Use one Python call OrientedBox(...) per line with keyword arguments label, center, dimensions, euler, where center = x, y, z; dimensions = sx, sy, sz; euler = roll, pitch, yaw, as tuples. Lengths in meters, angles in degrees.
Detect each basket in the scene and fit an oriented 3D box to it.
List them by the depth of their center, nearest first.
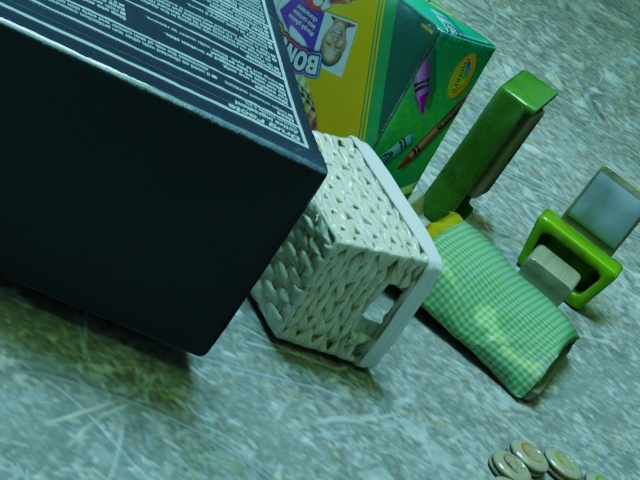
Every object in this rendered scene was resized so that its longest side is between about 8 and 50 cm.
OrientedBox(label="basket", center=(0.000, 0.000, 1.472), dimensions=(0.103, 0.113, 0.167), euler=(14, 31, -35))

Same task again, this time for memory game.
OrientedBox(label="memory game", center=(0.205, 0.219, 1.459), dimensions=(0.186, 0.012, 0.186), euler=(30, 24, -15))

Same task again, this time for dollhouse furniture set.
OrientedBox(label="dollhouse furniture set", center=(0.184, -0.013, 1.699), dimensions=(0.197, 0.151, 0.301), euler=(38, 23, 6))

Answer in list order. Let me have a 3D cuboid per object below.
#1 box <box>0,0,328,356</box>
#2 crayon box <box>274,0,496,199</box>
OrientedBox(label="box", center=(-0.181, -0.109, 1.332), dimensions=(0.296, 0.182, 0.294), euler=(24, 24, -23))
OrientedBox(label="crayon box", center=(0.003, -0.169, 1.639), dimensions=(0.081, 0.165, 0.278), euler=(10, 26, -48))
